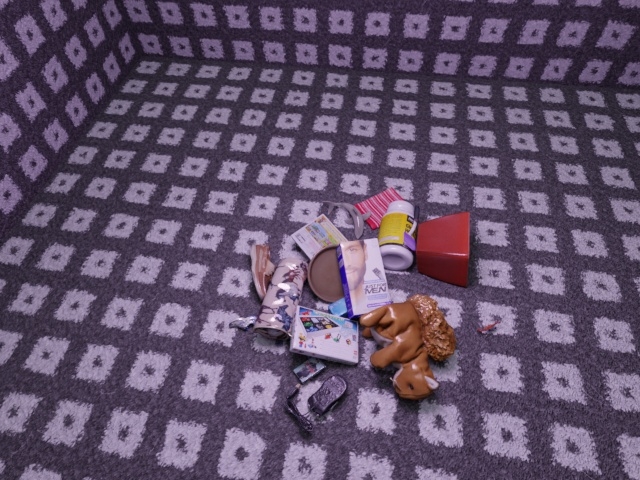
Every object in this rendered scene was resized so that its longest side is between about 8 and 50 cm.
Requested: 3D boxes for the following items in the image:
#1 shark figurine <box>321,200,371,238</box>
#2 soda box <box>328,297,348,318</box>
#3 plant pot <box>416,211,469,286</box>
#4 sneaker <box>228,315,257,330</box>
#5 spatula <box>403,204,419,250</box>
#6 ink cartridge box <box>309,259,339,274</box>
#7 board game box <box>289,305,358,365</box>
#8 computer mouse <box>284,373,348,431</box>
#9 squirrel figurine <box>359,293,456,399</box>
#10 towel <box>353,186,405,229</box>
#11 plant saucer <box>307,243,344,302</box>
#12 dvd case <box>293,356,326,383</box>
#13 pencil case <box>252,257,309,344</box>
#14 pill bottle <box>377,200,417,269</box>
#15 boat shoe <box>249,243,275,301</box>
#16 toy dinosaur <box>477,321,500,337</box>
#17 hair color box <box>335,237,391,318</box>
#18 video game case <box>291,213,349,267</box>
[{"bbox_3d":[0.154,-0.160,2.199,0.166,0.116,0.278,-46,68,-3],"label":"shark figurine"},{"bbox_3d":[0.141,0.301,1.920,0.210,0.067,0.071,-25,59,-15],"label":"soda box"},{"bbox_3d":[0.592,0.041,1.988,0.235,0.267,0.267,2,54,19],"label":"plant pot"},{"bbox_3d":[-0.356,0.387,1.892,0.135,0.052,0.058,-11,59,-5],"label":"sneaker"},{"bbox_3d":[0.453,-0.069,1.992,0.084,0.030,0.296,38,50,-18],"label":"spatula"},{"bbox_3d":[0.052,0.106,2.054,0.190,0.082,0.140,-21,57,-10],"label":"ink cartridge box"},{"bbox_3d":[0.022,0.412,1.774,0.305,0.053,0.193,19,52,-19],"label":"board game box"},{"bbox_3d":[-0.020,0.644,1.697,0.184,0.060,0.262,32,63,33],"label":"computer mouse"},{"bbox_3d":[0.396,0.441,1.696,0.397,0.281,0.370,-23,63,-11],"label":"squirrel figurine"},{"bbox_3d":[0.345,-0.182,2.279,0.275,0.031,0.199,-27,59,-16],"label":"towel"},{"bbox_3d":[0.071,0.157,1.964,0.277,0.041,0.278,1,88,-13],"label":"plant saucer"},{"bbox_3d":[-0.048,0.552,1.763,0.119,0.013,0.087,-29,34,-19],"label":"dvd case"},{"bbox_3d":[-0.162,0.263,1.893,0.183,0.160,0.410,19,53,-3],"label":"pencil case"},{"bbox_3d":[0.389,-0.032,2.073,0.188,0.188,0.334,9,56,9],"label":"pill bottle"},{"bbox_3d":[-0.278,0.146,2.020,0.116,0.123,0.324,-9,56,-6],"label":"boat shoe"},{"bbox_3d":[0.747,0.388,1.837,0.082,0.090,0.047,4,30,-34],"label":"toy dinosaur"},{"bbox_3d":[0.195,0.171,1.871,0.185,0.110,0.339,-7,71,-12],"label":"hair color box"},{"bbox_3d":[0.000,0.000,2.046,0.206,0.026,0.227,-35,65,-14],"label":"video game case"}]
